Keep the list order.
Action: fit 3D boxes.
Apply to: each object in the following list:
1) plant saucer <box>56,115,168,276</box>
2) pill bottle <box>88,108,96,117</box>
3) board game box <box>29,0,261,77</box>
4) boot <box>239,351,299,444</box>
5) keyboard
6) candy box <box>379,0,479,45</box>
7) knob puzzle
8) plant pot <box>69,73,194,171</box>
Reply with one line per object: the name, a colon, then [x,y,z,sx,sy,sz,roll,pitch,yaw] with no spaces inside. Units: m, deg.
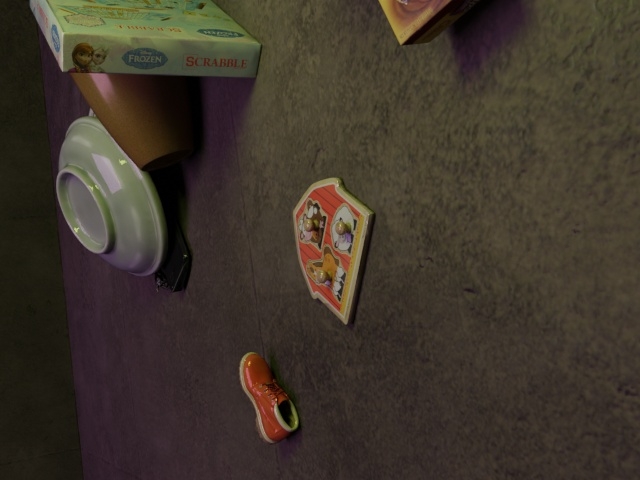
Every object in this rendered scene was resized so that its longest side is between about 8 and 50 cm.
plant saucer: [-0.511,-0.082,1.601,0.401,0.101,0.400,26,131,34]
pill bottle: [-0.484,-0.259,1.668,0.283,0.161,0.160,-53,50,49]
board game box: [-0.310,-0.371,1.192,0.318,0.319,0.065,51,137,46]
boot: [-0.082,0.253,1.149,0.085,0.059,0.157,-42,66,51]
keyboard: [-0.378,-0.008,1.651,0.201,0.033,0.317,-59,44,38]
candy box: [0.089,-0.304,0.685,0.109,0.053,0.186,-33,78,49]
knob puzzle: [0.000,0.000,0.990,0.213,0.030,0.213,14,107,59]
plant pot: [-0.362,-0.281,1.419,0.237,0.237,0.254,-25,86,59]
